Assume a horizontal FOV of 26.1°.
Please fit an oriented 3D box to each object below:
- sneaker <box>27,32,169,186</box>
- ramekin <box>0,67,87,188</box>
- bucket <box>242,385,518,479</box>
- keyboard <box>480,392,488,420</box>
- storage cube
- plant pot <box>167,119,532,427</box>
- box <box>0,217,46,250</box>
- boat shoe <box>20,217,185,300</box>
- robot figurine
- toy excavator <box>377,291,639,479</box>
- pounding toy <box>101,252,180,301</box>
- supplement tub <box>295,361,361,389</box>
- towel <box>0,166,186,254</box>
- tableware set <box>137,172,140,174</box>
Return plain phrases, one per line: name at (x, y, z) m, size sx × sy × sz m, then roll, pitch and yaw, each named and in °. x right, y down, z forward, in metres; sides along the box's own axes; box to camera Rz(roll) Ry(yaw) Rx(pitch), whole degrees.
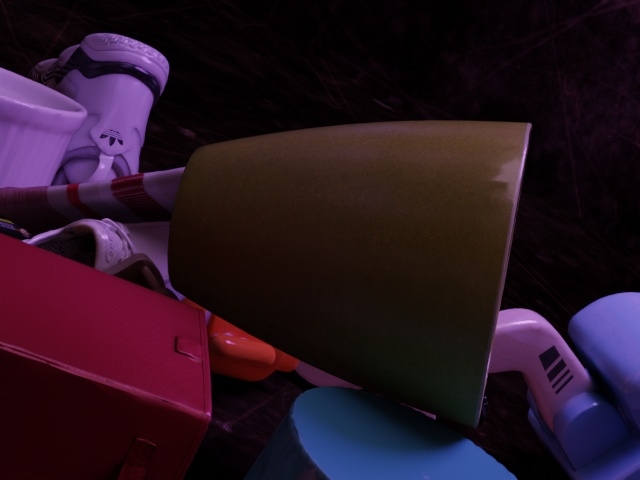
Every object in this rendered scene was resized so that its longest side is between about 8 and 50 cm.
sneaker at (-0.320, -0.127, 1.786) m, size 0.137 × 0.210 × 0.366 m, roll 21°, pitch -17°, yaw -23°
ramekin at (-0.416, -0.131, 1.560) m, size 0.277 × 0.135 × 0.277 m, roll 20°, pitch 8°, yaw -3°
bucket at (0.045, 0.259, 1.111) m, size 0.281 × 0.183 × 0.281 m, roll 26°, pitch 16°, yaw -8°
keyboard at (0.161, 0.064, 1.743) m, size 0.201 × 0.033 × 0.317 m, roll -105°, pitch 177°, yaw -49°
storage cube at (-0.209, 0.133, 1.072) m, size 0.193 × 0.184 × 0.215 m, roll 22°, pitch 19°, yaw -14°
plant pot at (0.021, 0.006, 1.243) m, size 0.293 × 0.275 × 0.275 m, roll 10°, pitch 15°, yaw 8°
box at (-0.364, 0.021, 1.419) m, size 0.190 × 0.045 × 0.184 m, roll 16°, pitch 18°, yaw -34°
boat shoe at (-0.218, 0.025, 1.337) m, size 0.277 × 0.096 × 0.098 m, roll -18°, pitch 59°, yaw -34°
robot figurine at (-0.115, 0.080, 1.496) m, size 0.219 × 0.128 × 0.158 m, roll 17°, pitch 55°, yaw -33°
toy excavator at (0.310, 0.169, 1.621) m, size 0.445 × 0.433 × 0.222 m, roll 58°, pitch -1°, yaw -33°
pounding toy at (-0.196, 0.105, 1.239) m, size 0.269 × 0.154 × 0.155 m, roll 15°, pitch 21°, yaw -36°
supplement tub at (0.049, 0.100, 1.660) m, size 0.144 × 0.144 × 0.199 m, roll 33°, pitch 17°, yaw 16°
towel at (-0.147, -0.035, 1.463) m, size 0.329 × 0.037 × 0.237 m, roll -7°, pitch -16°, yaw 11°
tableware set at (-0.238, -0.059, 1.899) m, size 0.168 × 0.020 × 0.141 m, roll 27°, pitch 17°, yaw -4°
